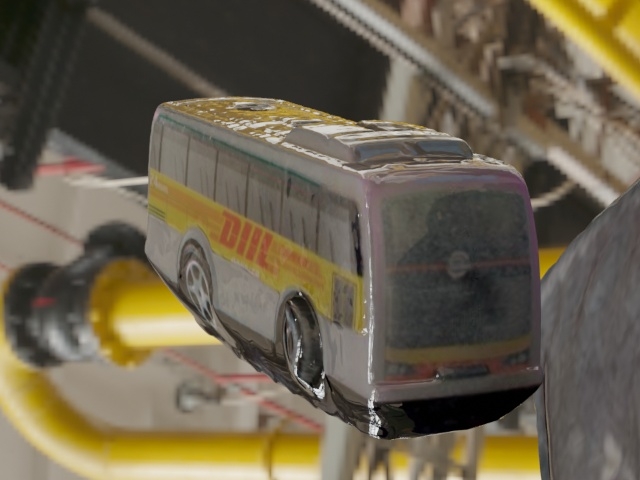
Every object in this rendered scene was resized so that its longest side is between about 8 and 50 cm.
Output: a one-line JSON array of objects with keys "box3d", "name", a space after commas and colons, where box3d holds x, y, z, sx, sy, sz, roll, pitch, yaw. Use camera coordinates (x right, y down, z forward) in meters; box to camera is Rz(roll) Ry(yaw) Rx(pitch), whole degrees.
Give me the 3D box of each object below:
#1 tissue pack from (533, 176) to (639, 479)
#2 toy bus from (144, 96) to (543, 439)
[{"box3d": [0.180, 0.057, 0.431, 0.124, 0.394, 0.288, 15, -121, -15], "name": "tissue pack"}, {"box3d": [0.000, 0.000, 0.526, 0.057, 0.172, 0.072, -5, -79, -23], "name": "toy bus"}]
